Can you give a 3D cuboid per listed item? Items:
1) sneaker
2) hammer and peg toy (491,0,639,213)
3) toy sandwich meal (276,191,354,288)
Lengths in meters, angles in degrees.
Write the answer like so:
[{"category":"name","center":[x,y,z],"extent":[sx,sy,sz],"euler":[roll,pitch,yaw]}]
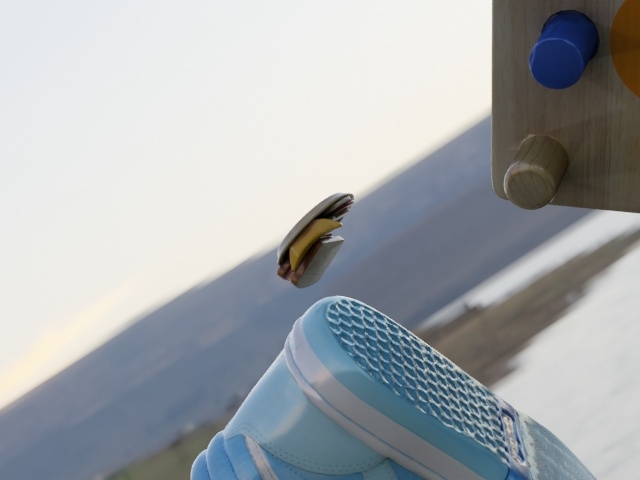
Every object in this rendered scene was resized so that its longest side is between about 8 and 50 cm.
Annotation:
[{"category":"sneaker","center":[0.055,0.195,1.283],"extent":[0.208,0.319,0.127],"euler":[-45,16,20]},{"category":"hammer and peg toy","center":[0.231,-0.183,1.287],"extent":[0.266,0.361,0.127],"euler":[5,27,17]},{"category":"toy sandwich meal","center":[0.000,0.000,1.474],"extent":[0.085,0.029,0.085],"euler":[-41,-13,-12]}]
